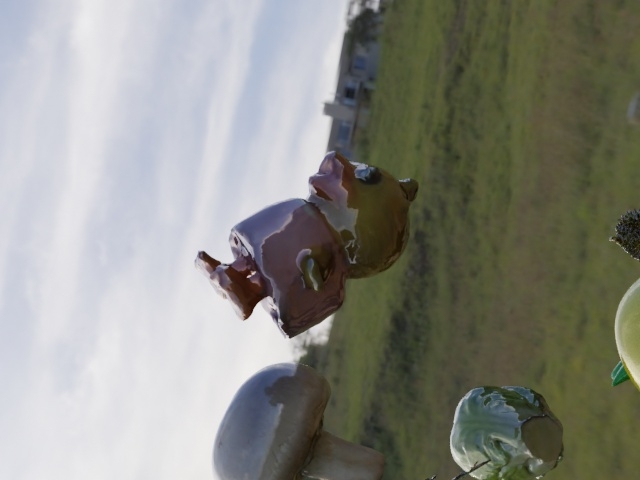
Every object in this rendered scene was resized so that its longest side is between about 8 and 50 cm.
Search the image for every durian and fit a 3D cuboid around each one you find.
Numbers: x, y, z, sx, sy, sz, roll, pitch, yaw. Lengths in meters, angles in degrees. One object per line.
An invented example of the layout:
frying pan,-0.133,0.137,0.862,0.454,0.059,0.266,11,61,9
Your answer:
durian,0.707,-0.016,1.957,0.102,0.208,0.146,116,144,-44

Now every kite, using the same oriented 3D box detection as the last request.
kite,0.117,0.298,1.070,0.244,0.198,0.006,71,173,-68

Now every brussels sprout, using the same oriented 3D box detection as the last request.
brussels sprout,0.383,0.399,1.856,0.244,0.244,0.244,14,-90,-77

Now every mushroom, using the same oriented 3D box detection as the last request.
mushroom,-0.026,0.267,1.152,0.207,0.215,0.207,-158,90,-87

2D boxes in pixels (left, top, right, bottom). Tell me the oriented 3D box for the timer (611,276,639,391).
timer,0.574,0.169,1.455,0.285,0.285,0.285,14,-90,-77

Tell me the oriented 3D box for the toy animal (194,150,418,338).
toy animal,0.004,0.002,1.100,0.281,0.195,0.169,-40,-61,-9
